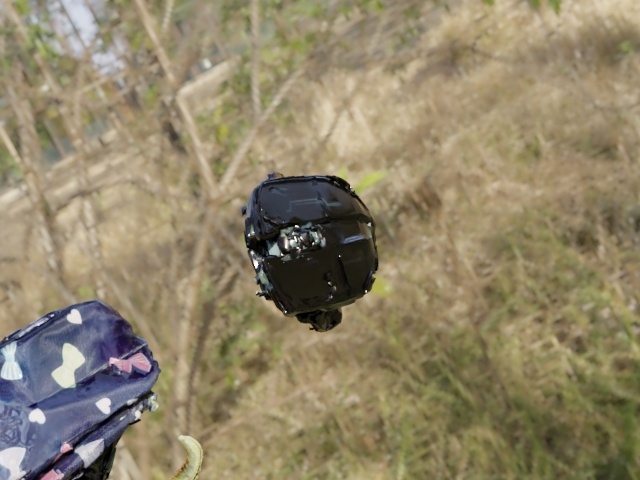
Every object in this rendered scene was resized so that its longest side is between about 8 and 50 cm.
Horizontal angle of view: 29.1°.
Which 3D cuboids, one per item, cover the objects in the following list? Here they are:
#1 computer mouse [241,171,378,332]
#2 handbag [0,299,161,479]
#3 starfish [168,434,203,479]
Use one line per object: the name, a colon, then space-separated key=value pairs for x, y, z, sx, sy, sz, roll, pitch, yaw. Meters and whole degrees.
computer mouse: x=0.000 y=0.000 z=1.053 sx=0.077 sy=0.146 sz=0.241 roll=-25 pitch=-6 yaw=19
handbag: x=-0.207 y=0.146 z=0.740 sx=0.260 sy=0.113 sz=0.162 roll=-37 pitch=-7 yaw=-43
starfish: x=-0.132 y=0.229 z=0.798 sx=0.050 sy=0.217 sz=0.223 roll=11 pitch=-5 yaw=25
